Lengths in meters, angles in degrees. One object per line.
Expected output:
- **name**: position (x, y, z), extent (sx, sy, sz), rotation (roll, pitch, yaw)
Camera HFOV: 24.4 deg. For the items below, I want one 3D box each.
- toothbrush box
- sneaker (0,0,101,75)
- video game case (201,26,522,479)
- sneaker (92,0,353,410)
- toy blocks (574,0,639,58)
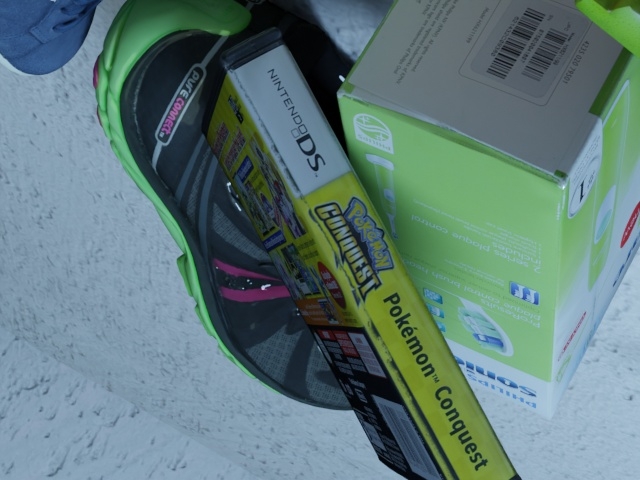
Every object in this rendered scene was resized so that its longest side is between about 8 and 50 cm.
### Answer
- **toothbrush box**: position (0.120, -0.060, 0.813), extent (0.122, 0.206, 0.283), rotation (24, 157, 18)
- **sneaker**: position (-0.122, -0.195, 0.891), extent (0.148, 0.131, 0.350), rotation (30, 148, 3)
- **video game case**: position (0.009, 0.021, 0.827), extent (0.248, 0.035, 0.275), rotation (61, 173, 0)
- **sneaker**: position (0.000, 0.000, 1.135), extent (0.202, 0.185, 0.483), rotation (20, 157, 36)
- **toy blocks**: position (0.319, -0.046, 0.518), extent (0.381, 0.191, 0.261), rotation (35, 160, -12)
